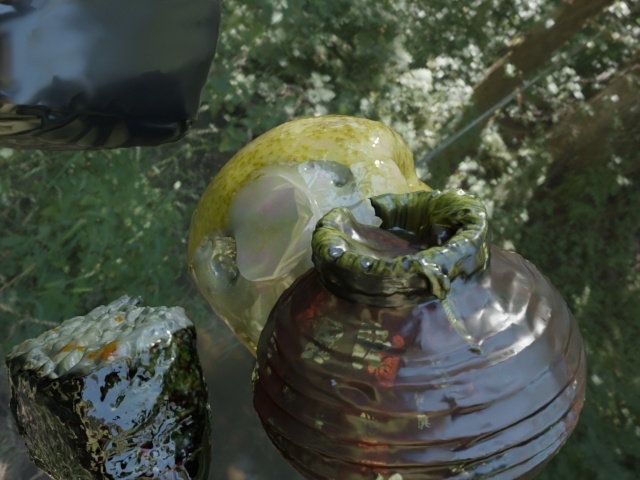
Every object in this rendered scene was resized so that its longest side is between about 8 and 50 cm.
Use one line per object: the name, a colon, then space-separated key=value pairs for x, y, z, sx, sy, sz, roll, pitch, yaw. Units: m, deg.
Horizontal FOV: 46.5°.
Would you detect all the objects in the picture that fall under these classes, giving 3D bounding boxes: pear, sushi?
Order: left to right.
sushi: x=-0.166 y=0.120 z=0.580 sx=0.136 sy=0.225 sz=0.126 roll=-25 pitch=107 yaw=-27
pear: x=0.000 y=0.000 z=0.776 sx=0.271 sy=0.271 sz=0.271 roll=41 pitch=25 yaw=-25

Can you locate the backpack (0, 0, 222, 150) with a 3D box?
backpack: x=-0.336 y=-0.238 z=0.751 sx=0.446 sy=0.254 sz=0.363 roll=14 pitch=13 yaw=26

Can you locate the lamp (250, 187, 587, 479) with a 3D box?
lamp: x=0.066 y=0.082 z=0.528 sx=0.247 sy=0.247 sz=0.247 roll=41 pitch=25 yaw=-25
